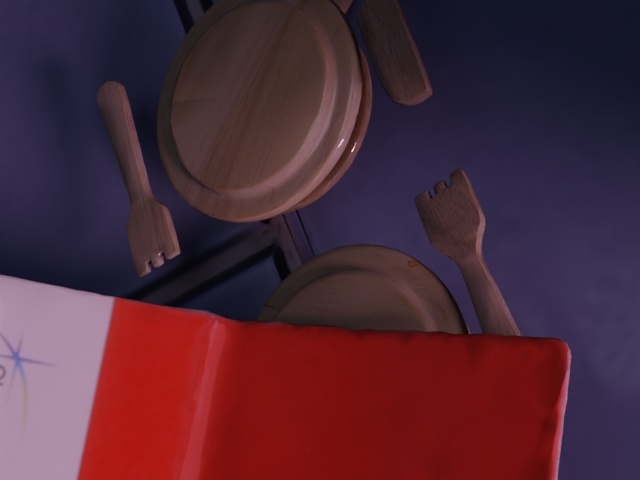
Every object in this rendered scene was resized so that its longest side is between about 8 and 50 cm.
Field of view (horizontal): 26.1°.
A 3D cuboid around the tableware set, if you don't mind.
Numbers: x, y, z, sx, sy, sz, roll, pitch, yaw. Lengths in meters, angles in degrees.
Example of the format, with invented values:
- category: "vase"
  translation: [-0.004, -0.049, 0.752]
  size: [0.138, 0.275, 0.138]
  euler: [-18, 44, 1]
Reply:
- category: "tableware set"
  translation: [0.000, 0.000, 0.469]
  size: [0.128, 0.039, 0.194]
  euler: [-31, 63, 25]

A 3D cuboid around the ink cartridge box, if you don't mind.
- category: "ink cartridge box"
  translation: [-0.132, 0.157, 0.427]
  size: [0.385, 0.091, 0.308]
  euler: [1, 75, 36]
